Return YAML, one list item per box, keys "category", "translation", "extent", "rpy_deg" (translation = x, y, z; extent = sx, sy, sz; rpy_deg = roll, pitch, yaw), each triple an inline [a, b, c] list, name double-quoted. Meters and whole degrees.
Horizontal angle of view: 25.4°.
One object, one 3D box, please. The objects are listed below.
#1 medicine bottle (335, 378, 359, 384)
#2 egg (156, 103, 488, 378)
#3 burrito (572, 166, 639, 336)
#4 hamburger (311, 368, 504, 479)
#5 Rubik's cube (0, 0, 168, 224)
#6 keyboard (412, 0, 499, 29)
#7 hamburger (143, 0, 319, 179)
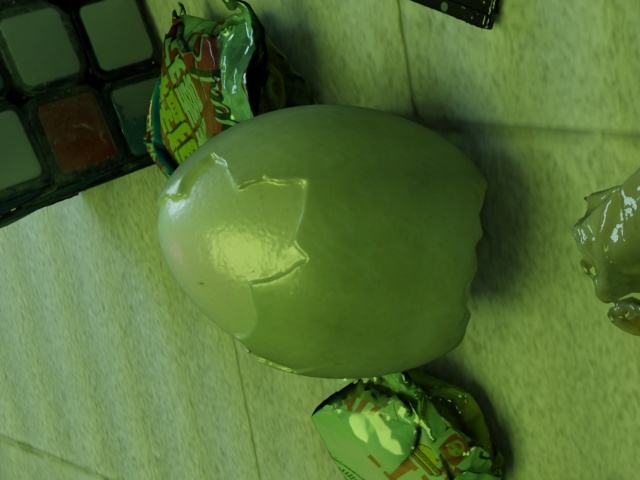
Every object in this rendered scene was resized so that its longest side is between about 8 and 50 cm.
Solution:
- category: "medicine bottle"
  translation: [0.026, 0.129, 1.721]
  extent: [0.047, 0.047, 0.083]
  rpy_deg: [-8, 104, 49]
- category: "egg"
  translation: [0.000, 0.000, 1.442]
  extent: [0.278, 0.336, 0.278]
  rpy_deg: [-175, 90, -85]
- category: "burrito"
  translation: [0.353, -0.034, 1.127]
  extent: [0.190, 0.135, 0.332]
  rpy_deg: [56, 141, 12]
- category: "hamburger"
  translation: [0.105, 0.217, 1.624]
  extent: [0.214, 0.125, 0.235]
  rpy_deg: [0, 113, 42]
- category: "Rubik's cube"
  translation: [-0.435, -0.196, 1.817]
  extent: [0.362, 0.359, 0.363]
  rpy_deg: [-16, 98, 52]
- category: "keyboard"
  translation: [0.093, -0.282, 1.454]
  extent: [0.231, 0.023, 0.072]
  rpy_deg: [28, 122, 35]
- category: "hamburger"
  translation: [-0.092, -0.147, 1.654]
  extent: [0.276, 0.150, 0.261]
  rpy_deg: [14, 103, 61]
